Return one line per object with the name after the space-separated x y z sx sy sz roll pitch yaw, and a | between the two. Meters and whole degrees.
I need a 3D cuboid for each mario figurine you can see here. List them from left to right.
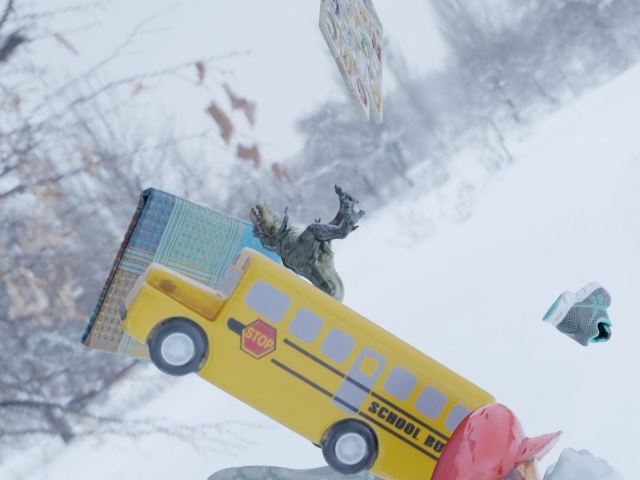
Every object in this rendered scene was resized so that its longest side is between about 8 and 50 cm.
0.201 0.270 0.898 0.170 0.320 0.198 8 -38 -48 | mario figurine

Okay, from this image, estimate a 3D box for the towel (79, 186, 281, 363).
-0.211 0.078 1.879 0.370 0.040 0.271 23 -90 -55 | towel

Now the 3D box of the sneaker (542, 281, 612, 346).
0.351 0.103 1.511 0.166 0.076 0.065 -13 -39 -55 | sneaker

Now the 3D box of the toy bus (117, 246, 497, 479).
-0.015 0.112 1.054 0.130 0.333 0.108 -59 11 -3 | toy bus

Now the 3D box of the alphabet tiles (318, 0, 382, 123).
0.038 -0.338 1.612 0.011 0.285 0.342 -13 45 16 | alphabet tiles

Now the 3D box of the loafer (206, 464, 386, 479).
0.011 0.337 1.427 0.111 0.320 0.112 99 176 -50 | loafer

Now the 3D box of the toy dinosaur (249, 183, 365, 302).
0.000 0.000 1.297 0.118 0.064 0.268 -52 29 6 | toy dinosaur
